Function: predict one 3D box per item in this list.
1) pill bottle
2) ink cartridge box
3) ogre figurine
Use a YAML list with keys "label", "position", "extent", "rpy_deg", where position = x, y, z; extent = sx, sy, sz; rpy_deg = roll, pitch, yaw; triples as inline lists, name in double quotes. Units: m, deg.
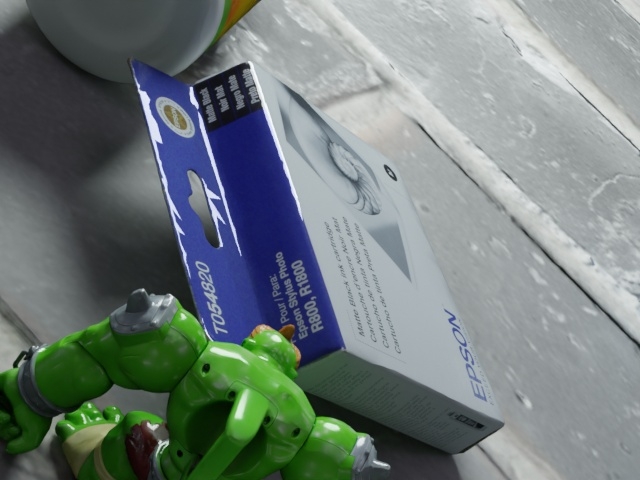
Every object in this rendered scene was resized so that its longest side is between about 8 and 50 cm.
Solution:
- label: "pill bottle"
  position: [-0.088, -0.213, 0.900]
  extent: [0.136, 0.136, 0.246]
  rpy_deg: [38, 35, -3]
- label: "ink cartridge box"
  position: [0.000, 0.000, 0.773]
  extent: [0.224, 0.045, 0.223]
  rpy_deg: [28, 33, -46]
- label: "ogre figurine"
  position: [-0.051, 0.098, 0.609]
  extent: [0.197, 0.118, 0.097]
  rpy_deg: [47, 36, 9]
